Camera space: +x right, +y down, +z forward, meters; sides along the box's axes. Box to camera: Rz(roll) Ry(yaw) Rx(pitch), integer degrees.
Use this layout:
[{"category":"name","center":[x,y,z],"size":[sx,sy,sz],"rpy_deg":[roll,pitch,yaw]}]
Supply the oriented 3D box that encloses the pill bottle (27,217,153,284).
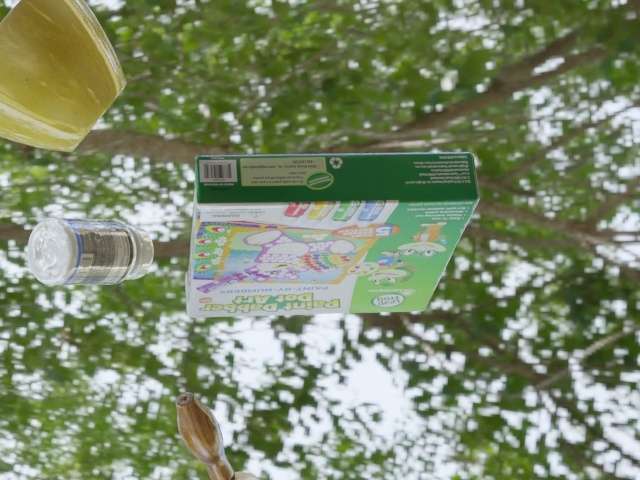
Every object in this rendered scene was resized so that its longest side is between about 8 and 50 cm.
[{"category":"pill bottle","center":[-0.264,0.013,1.451],"size":[0.137,0.078,0.078],"rpy_deg":[2,-92,-54]}]

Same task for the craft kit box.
[{"category":"craft kit box","center":[0.000,0.000,1.177],"size":[0.249,0.247,0.061],"rpy_deg":[-1,-114,-8]}]

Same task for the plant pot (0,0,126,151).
[{"category":"plant pot","center":[-0.204,-0.122,0.938],"size":[0.095,0.134,0.134],"rpy_deg":[39,-117,-11]}]

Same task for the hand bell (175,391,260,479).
[{"category":"hand bell","center":[-0.100,0.241,1.290],"size":[0.126,0.126,0.242],"rpy_deg":[-48,-41,-31]}]
